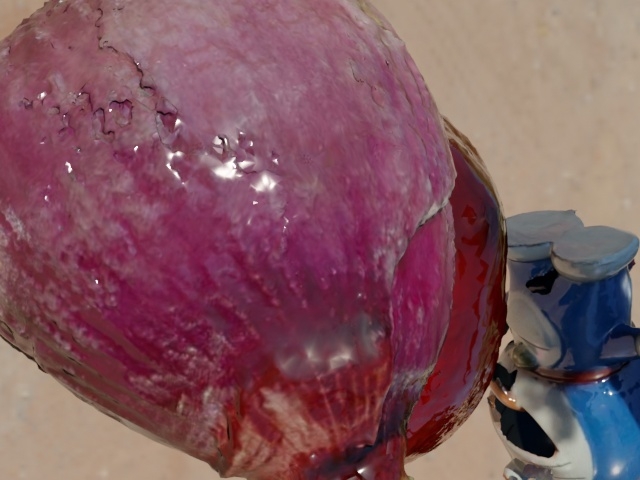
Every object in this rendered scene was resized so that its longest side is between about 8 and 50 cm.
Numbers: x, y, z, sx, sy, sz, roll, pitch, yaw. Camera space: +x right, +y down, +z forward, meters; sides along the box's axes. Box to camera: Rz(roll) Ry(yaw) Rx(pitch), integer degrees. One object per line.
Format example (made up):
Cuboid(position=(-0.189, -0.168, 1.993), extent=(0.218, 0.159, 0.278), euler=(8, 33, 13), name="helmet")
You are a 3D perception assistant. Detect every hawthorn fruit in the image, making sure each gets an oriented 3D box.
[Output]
Cuboid(position=(0.000, 0.000, 1.123), extent=(0.265, 0.265, 0.307), euler=(-27, 131, -59), name="hawthorn fruit")

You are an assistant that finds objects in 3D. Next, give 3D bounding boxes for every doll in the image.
Cuboid(position=(0.209, 0.100, 1.428), extent=(0.161, 0.215, 0.257), euler=(-30, 122, -23), name="doll")

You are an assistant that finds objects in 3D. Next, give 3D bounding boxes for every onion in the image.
Cuboid(position=(-0.036, -0.011, 0.851), extent=(0.267, 0.349, 0.159), euler=(-25, 151, -19), name="onion")
